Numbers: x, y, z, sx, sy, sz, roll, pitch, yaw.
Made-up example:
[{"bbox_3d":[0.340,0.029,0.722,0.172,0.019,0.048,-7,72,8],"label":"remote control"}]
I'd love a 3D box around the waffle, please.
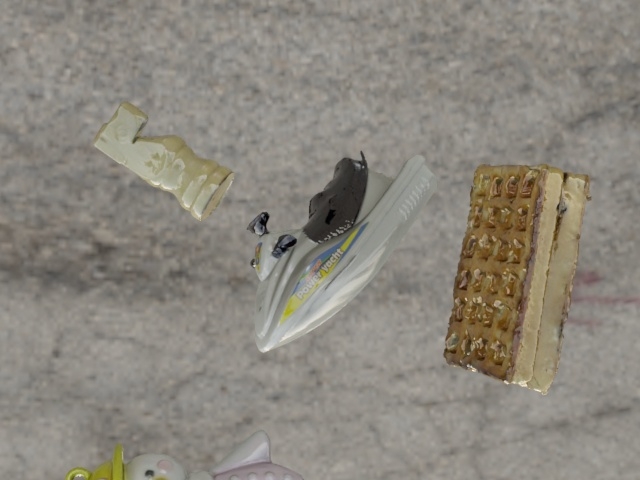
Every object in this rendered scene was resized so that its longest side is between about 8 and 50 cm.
[{"bbox_3d":[0.273,0.049,1.784,0.091,0.308,0.213,11,179,-20],"label":"waffle"}]

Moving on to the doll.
[{"bbox_3d":[-0.074,0.188,0.863,0.207,0.129,0.081,14,162,1],"label":"doll"}]

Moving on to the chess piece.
[{"bbox_3d":[-0.229,-0.116,1.821,0.200,0.090,0.090,33,140,4],"label":"chess piece"}]

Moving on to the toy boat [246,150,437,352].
[{"bbox_3d":[0.008,0.001,1.361,0.269,0.141,0.140,-37,157,-29],"label":"toy boat"}]
